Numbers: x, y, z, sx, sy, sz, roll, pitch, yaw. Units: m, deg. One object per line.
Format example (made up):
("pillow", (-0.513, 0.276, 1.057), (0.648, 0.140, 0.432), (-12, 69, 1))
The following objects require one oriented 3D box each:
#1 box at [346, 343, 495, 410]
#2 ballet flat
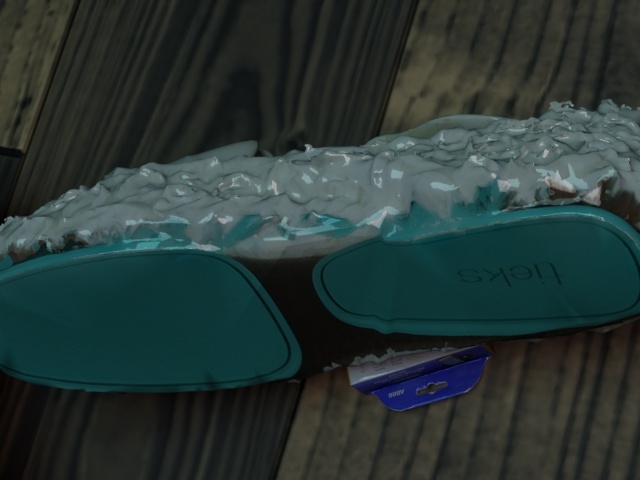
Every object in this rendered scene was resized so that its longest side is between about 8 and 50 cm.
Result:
("box", (0.048, 0.026, 0.910), (0.081, 0.028, 0.136), (-19, 63, 17))
("ballet flat", (0.000, 0.000, 0.872), (0.409, 0.147, 0.147), (-6, 69, 19))
